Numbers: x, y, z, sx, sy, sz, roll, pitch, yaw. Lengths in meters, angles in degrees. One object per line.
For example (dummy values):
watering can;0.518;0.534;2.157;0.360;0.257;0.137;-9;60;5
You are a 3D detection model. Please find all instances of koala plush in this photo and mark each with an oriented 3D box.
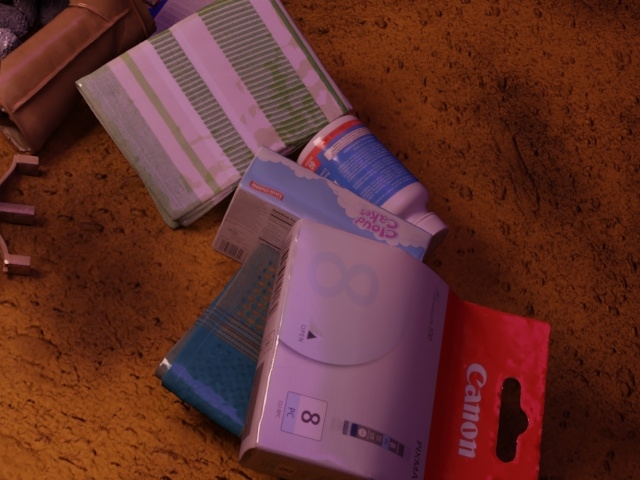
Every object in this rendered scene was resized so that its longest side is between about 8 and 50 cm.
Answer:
koala plush;-0.458;-0.389;1.927;0.203;0.221;0.196;30;50;2

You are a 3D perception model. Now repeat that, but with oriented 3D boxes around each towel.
towel;-0.143;-0.199;1.936;0.325;0.038;0.248;-35;94;-20
towel;0.004;0.190;1.750;0.370;0.040;0.271;35;49;5

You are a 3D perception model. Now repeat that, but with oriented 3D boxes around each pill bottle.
pill bottle;0.077;-0.064;1.970;0.124;0.124;0.221;-31;70;-37

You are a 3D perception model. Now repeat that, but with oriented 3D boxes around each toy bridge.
toy bridge;-0.409;-0.036;1.811;0.063;0.026;0.188;7;53;-15

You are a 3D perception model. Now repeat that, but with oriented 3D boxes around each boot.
boot;-0.366;-0.287;1.869;0.269;0.089;0.236;-48;123;-25

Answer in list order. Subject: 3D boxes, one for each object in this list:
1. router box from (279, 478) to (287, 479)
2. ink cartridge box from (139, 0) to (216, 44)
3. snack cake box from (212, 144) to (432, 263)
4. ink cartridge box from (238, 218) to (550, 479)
router box;0.018;0.301;1.723;0.133;0.046;0.179;1;54;-22
ink cartridge box;-0.219;-0.373;2.118;0.175;0.069;0.371;27;52;0
snack cake box;0.000;0.000;1.871;0.264;0.152;0.089;28;50;-2
ink cartridge box;0.114;0.172;1.692;0.385;0.091;0.308;16;60;-10
